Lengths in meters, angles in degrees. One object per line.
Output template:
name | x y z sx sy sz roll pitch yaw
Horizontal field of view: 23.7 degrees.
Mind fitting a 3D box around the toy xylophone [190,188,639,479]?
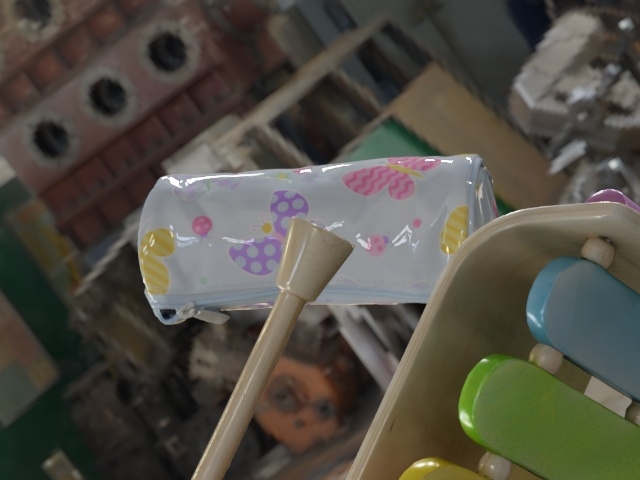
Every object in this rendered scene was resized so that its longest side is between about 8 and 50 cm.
toy xylophone | 0.051 0.125 0.649 0.081 0.236 0.323 17 88 51

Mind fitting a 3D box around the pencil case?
pencil case | 0.000 0.000 1.145 0.273 0.113 0.124 -4 35 14
